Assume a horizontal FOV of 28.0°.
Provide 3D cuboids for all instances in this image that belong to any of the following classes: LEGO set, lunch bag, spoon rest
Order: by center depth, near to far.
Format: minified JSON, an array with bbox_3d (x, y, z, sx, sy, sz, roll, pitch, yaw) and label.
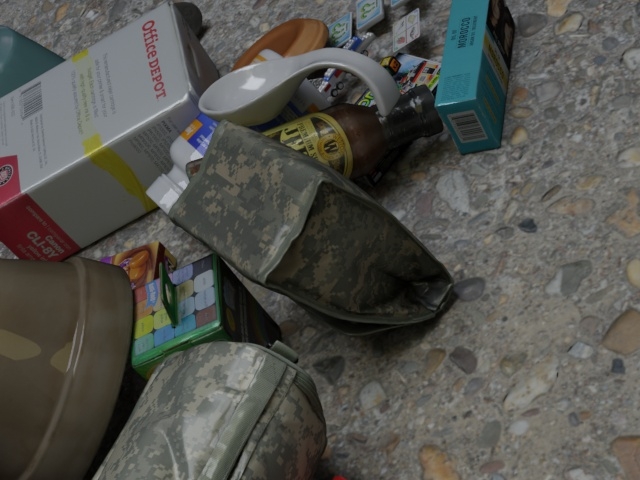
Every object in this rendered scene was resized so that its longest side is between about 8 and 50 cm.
[{"bbox_3d":[-0.133,0.266,1.377,0.305,0.213,0.256,-60,2,-26],"label":"lunch bag"},{"bbox_3d":[0.000,0.000,1.560,0.235,0.287,0.168,33,95,48],"label":"lunch bag"},{"bbox_3d":[-0.036,-0.205,1.684,0.277,0.084,0.137,0,36,27],"label":"spoon rest"},{"bbox_3d":[0.065,-0.310,1.925,0.182,0.060,0.244,-30,35,27],"label":"LEGO set"}]

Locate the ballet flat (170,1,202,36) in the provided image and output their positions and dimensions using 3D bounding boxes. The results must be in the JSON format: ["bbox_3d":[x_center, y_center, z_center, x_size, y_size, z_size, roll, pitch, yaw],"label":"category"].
[{"bbox_3d":[-0.305,-0.318,2.218,0.250,0.084,0.058,-46,6,-6],"label":"ballet flat"}]

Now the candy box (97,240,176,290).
[{"bbox_3d":[-0.305,0.079,1.860,0.187,0.053,0.109,-18,45,22],"label":"candy box"}]

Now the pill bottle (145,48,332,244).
[{"bbox_3d":[-0.118,-0.129,1.838,0.272,0.152,0.152,-46,42,-3],"label":"pill bottle"}]

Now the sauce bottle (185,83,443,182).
[{"bbox_3d":[-0.007,-0.118,1.716,0.345,0.111,0.111,-23,41,-2],"label":"sauce bottle"}]

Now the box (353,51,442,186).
[{"bbox_3d":[0.094,-0.174,1.828,0.114,0.036,0.207,24,68,45],"label":"box"}]

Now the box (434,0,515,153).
[{"bbox_3d":[0.215,-0.243,1.760,0.060,0.100,0.244,-9,49,26],"label":"box"}]

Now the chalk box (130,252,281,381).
[{"bbox_3d":[-0.153,0.116,1.595,0.132,0.213,0.132,-25,41,15],"label":"chalk box"}]

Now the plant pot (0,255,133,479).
[{"bbox_3d":[-0.427,0.147,1.614,0.323,0.280,0.323,-47,33,45],"label":"plant pot"}]

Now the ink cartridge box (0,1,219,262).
[{"bbox_3d":[-0.342,-0.164,2.025,0.385,0.160,0.279,-28,42,10],"label":"ink cartridge box"}]

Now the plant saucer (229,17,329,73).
[{"bbox_3d":[-0.075,-0.280,2.002,0.200,0.037,0.200,-34,26,20],"label":"plant saucer"}]

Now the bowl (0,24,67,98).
[{"bbox_3d":[-0.605,-0.268,2.305,0.312,0.163,0.311,-19,44,19],"label":"bowl"}]

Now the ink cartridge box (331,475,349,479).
[{"bbox_3d":[0.011,0.377,1.345,0.134,0.078,0.231,19,65,43],"label":"ink cartridge box"}]
